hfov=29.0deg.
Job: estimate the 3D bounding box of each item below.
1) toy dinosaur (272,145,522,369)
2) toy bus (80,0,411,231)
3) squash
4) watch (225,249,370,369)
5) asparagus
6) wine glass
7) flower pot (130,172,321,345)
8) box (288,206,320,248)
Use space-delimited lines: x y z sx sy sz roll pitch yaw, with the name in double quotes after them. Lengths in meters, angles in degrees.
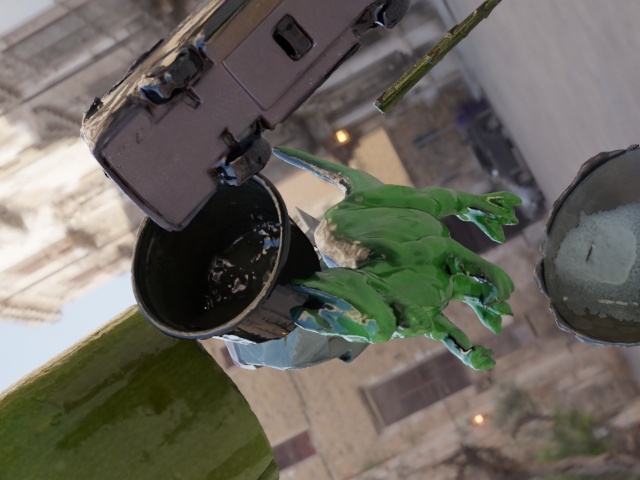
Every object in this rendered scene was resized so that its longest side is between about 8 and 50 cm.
0.000 0.000 1.238 0.374 0.144 0.500 -5 -159 -45 "toy dinosaur"
-0.045 -0.155 0.932 0.112 0.317 0.138 50 174 -27 "toy bus"
-0.223 0.227 1.133 0.233 0.309 0.210 41 152 19 "squash"
-0.019 0.097 1.831 0.253 0.241 0.162 -47 -56 -54 "watch"
0.154 -0.231 1.396 0.025 0.248 0.024 56 -161 25 "asparagus"
0.268 0.047 0.860 0.232 0.156 0.156 36 -155 -42 "wine glass"
-0.072 0.024 1.078 0.107 0.157 0.157 36 -153 -54 "flower pot"
-0.007 -0.011 1.754 0.083 0.024 0.054 31 -163 -44 "box"
